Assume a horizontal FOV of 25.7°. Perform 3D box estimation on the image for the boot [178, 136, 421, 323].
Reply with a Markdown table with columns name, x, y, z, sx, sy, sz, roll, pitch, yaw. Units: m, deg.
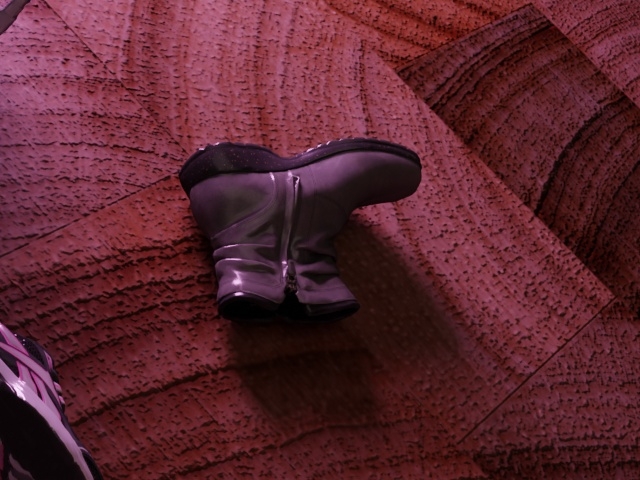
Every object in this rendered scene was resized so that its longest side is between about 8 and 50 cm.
| name | x | y | z | sx | sy | sz | roll | pitch | yaw |
| --- | --- | --- | --- | --- | --- | --- | --- | --- | --- |
| boot | 0.000 | 0.000 | 1.207 | 0.246 | 0.083 | 0.161 | -4 | 62 | -33 |

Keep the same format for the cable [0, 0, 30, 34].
| name | x | y | z | sx | sy | sz | roll | pitch | yaw |
| --- | --- | --- | --- | --- | --- | --- | --- | --- | --- |
| cable | -0.356 | -0.150 | 0.925 | 0.257 | 0.257 | 0.089 | 21 | 31 | -57 |

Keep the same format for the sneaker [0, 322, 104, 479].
| name | x | y | z | sx | sy | sz | roll | pitch | yaw |
| --- | --- | --- | --- | --- | --- | --- | --- | --- | --- |
| sneaker | -0.199 | 0.106 | 0.949 | 0.178 | 0.072 | 0.077 | 52 | 30 | 7 |
